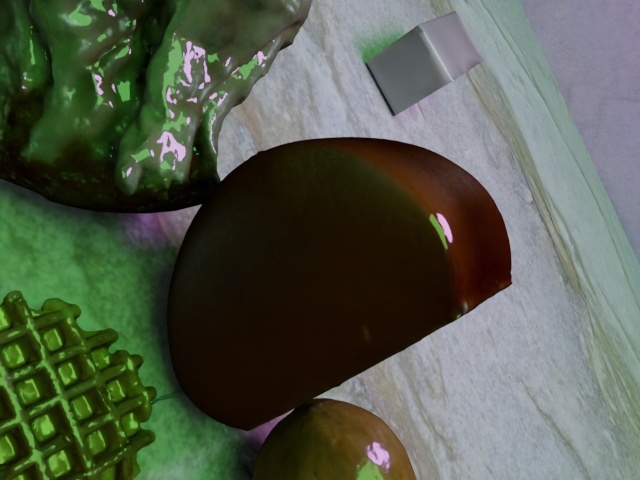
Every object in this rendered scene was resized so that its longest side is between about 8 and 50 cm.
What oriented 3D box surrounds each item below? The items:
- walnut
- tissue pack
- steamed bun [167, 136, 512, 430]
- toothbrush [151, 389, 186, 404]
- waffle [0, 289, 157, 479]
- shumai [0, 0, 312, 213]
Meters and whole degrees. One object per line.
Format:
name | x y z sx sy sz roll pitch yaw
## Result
walnut | 0.021 0.333 0.630 0.203 0.203 0.297 -4 80 -48
tissue pack | 0.241 -0.406 1.252 0.136 0.159 0.246 58 41 -8
steamed bun | -0.007 0.028 0.608 0.235 0.379 0.248 -14 71 -54
toothbrush | -0.144 0.178 0.659 0.167 0.014 0.011 1 68 -47
waffle | -0.269 0.171 0.496 0.253 0.056 0.249 45 45 -25
shumai | -0.205 -0.192 0.572 0.397 0.324 0.323 15 79 -48
